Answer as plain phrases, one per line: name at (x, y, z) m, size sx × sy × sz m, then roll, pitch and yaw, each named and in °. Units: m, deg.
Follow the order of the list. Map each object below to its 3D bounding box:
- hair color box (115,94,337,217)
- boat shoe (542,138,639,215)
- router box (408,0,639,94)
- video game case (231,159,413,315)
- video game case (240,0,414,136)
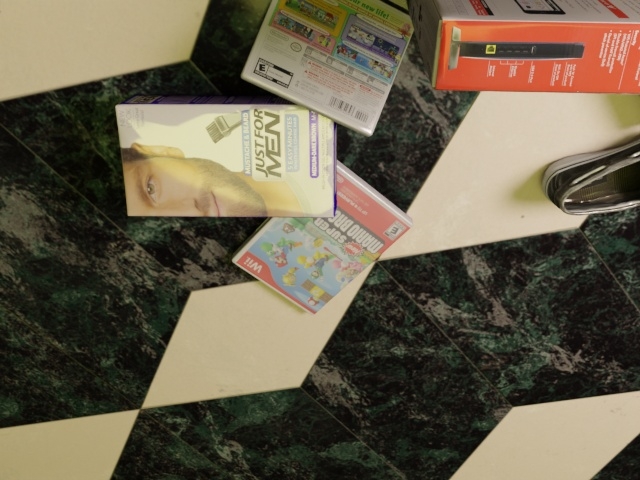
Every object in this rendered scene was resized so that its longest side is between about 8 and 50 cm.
hair color box at (-0.143, -0.137, 1.106) m, size 0.338 × 0.110 × 0.185 m, roll 1°, pitch 111°, yaw 4°
boat shoe at (0.540, -0.105, 1.110) m, size 0.335 × 0.119 × 0.121 m, roll -18°, pitch 121°, yaw 14°
router box at (0.278, -0.285, 0.871) m, size 0.301 × 0.335 × 0.082 m, roll 2°, pitch 123°, yaw 1°
video game case at (0.000, 0.000, 1.259) m, size 0.204 × 0.025 × 0.285 m, roll 36°, pitch 118°, yaw -20°
video game case at (0.015, -0.284, 1.008) m, size 0.212 × 0.023 × 0.193 m, roll 23°, pitch 86°, yaw -12°
